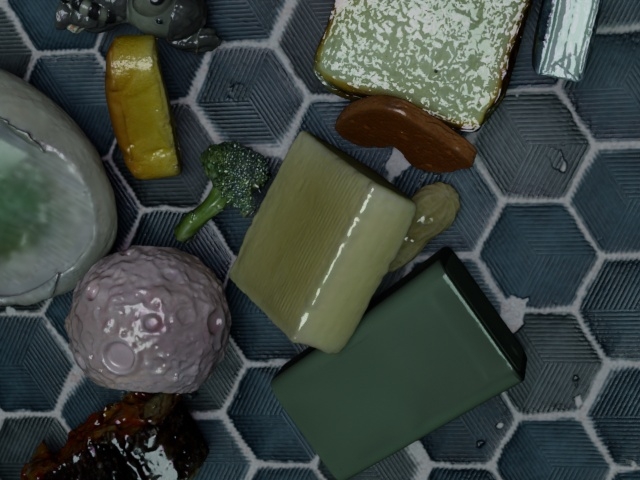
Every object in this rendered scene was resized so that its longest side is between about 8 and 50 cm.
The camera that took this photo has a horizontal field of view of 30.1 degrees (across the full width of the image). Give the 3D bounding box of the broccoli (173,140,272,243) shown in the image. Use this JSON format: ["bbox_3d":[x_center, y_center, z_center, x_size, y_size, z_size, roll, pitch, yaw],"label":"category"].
[{"bbox_3d":[-0.168,-0.069,1.900,0.122,0.118,0.204,40,114,-5],"label":"broccoli"}]

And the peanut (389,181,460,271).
[{"bbox_3d":[0.142,-0.017,1.867,0.187,0.082,0.082,-43,91,11],"label":"peanut"}]

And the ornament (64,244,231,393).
[{"bbox_3d":[-0.267,0.121,1.863,0.259,0.259,0.225,4,88,8],"label":"ornament"}]

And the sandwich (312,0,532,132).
[{"bbox_3d":[0.156,-0.320,1.811,0.301,0.099,0.271,19,108,4],"label":"sandwich"}]

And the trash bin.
[{"bbox_3d":[0.122,0.200,1.871,0.343,0.158,0.223,-36,92,17],"label":"trash bin"}]

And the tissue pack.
[{"bbox_3d":[0.354,-0.326,1.699,0.081,0.257,0.185,13,102,8],"label":"tissue pack"}]

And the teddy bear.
[{"bbox_3d":[-0.273,-0.391,1.841,0.251,0.144,0.171,7,88,4],"label":"teddy bear"}]

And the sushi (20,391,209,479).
[{"bbox_3d":[-0.335,0.370,1.941,0.343,0.196,0.182,-34,100,12],"label":"sushi"}]

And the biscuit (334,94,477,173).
[{"bbox_3d":[0.127,-0.160,1.830,0.192,0.186,0.036,31,68,-21],"label":"biscuit"}]

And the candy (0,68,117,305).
[{"bbox_3d":[-0.524,-0.080,1.901,0.427,0.186,0.386,26,110,2],"label":"candy"}]

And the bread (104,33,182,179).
[{"bbox_3d":[-0.276,-0.207,1.857,0.094,0.102,0.245,-5,126,4],"label":"bread"}]

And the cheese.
[{"bbox_3d":[0.000,0.000,1.812,0.242,0.124,0.265,39,106,46],"label":"cheese"}]
